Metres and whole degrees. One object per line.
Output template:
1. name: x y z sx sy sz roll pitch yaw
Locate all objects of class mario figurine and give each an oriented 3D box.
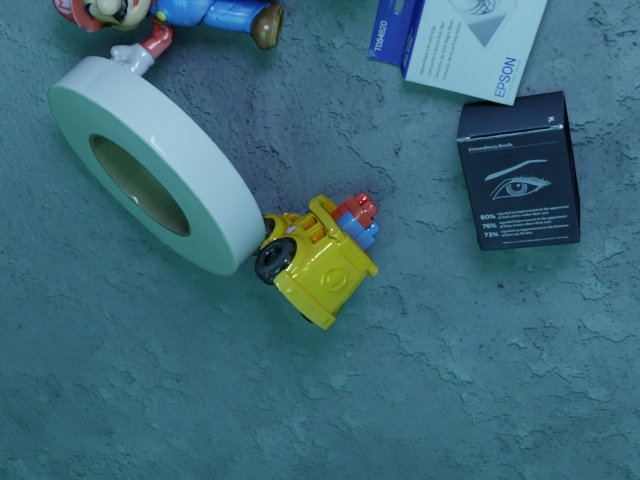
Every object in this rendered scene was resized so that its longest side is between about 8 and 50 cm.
1. mario figurine: -0.216 -0.329 1.302 0.320 0.198 0.170 2 168 5

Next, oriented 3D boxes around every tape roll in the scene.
1. tape roll: -0.248 -0.104 1.420 0.392 0.072 0.392 36 160 16

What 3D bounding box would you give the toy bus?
1. toy bus: 0.000 0.000 1.521 0.211 0.220 0.149 -45 123 5

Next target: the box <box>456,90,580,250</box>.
1. box: 0.296 -0.099 1.393 0.153 0.108 0.207 -5 125 18

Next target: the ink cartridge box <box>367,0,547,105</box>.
1. ink cartridge box: 0.188 -0.311 1.299 0.224 0.045 0.223 14 129 4
